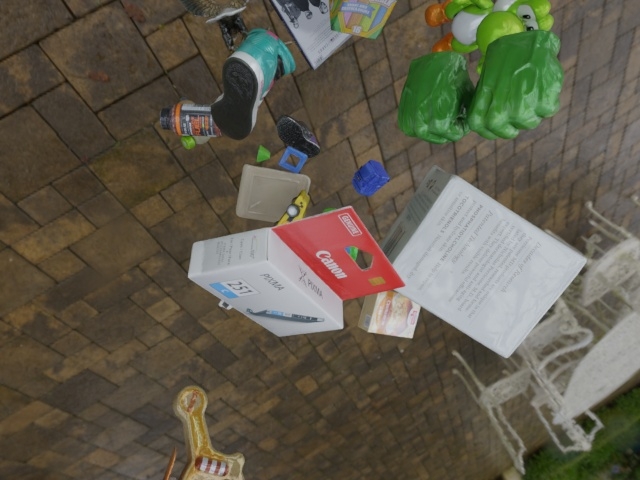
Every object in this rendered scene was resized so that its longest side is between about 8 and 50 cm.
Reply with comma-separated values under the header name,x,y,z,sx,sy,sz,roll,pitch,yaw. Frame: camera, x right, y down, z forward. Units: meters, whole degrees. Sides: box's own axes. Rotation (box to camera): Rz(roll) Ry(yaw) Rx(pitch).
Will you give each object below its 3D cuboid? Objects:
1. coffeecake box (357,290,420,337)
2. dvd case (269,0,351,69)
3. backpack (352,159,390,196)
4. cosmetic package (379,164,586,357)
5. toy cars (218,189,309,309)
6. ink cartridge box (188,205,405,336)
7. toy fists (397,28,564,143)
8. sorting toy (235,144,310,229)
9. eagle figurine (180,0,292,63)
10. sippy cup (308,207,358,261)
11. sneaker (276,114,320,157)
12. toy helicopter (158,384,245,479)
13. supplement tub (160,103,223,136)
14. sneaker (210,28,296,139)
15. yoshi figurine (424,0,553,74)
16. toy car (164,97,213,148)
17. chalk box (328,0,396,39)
name,x,y,z,sx,sy,sz,roll,pitch,yaw
coffeecake box,0.231,0.235,1.629,0.185,0.068,0.142,13,92,-29
dvd case,-0.019,-0.629,1.373,0.179,0.029,0.239,-44,128,-7
backpack,0.171,-0.227,1.815,0.101,0.098,0.120,9,138,-42
cosmetic package,0.408,0.039,1.370,0.393,0.329,0.327,31,103,-4
toy cars,-0.132,0.035,1.365,0.394,0.087,0.176,-56,-173,-22
ink cartridge box,-0.021,0.069,0.811,0.261,0.066,0.296,-12,148,20
toy fists,0.242,-0.225,0.788,0.096,0.279,0.142,23,79,-43
sorting toy,-0.142,-0.135,1.464,0.196,0.047,0.348,11,126,-9
eagle figurine,-0.246,-0.605,1.300,0.226,0.298,0.225,-12,166,-43
sippy cup,0.000,0.000,1.920,0.224,0.240,0.305,-1,110,-22
sneaker,-0.110,-0.484,2.190,0.107,0.124,0.283,-24,148,19
toy helicopter,-0.297,0.522,1.163,0.235,0.355,0.140,-5,155,-30
supplement tub,-0.422,-0.398,1.635,0.198,0.106,0.106,1,135,-2
sneaker,-0.147,-0.354,1.092,0.178,0.124,0.295,-55,-173,-24
yoshi figurine,0.404,-0.542,1.272,0.203,0.362,0.203,14,98,-32
toy car,-0.489,-0.460,1.838,0.155,0.188,0.149,-39,157,-29
chalk box,0.113,-0.622,1.201,0.132,0.132,0.213,5,155,-15
